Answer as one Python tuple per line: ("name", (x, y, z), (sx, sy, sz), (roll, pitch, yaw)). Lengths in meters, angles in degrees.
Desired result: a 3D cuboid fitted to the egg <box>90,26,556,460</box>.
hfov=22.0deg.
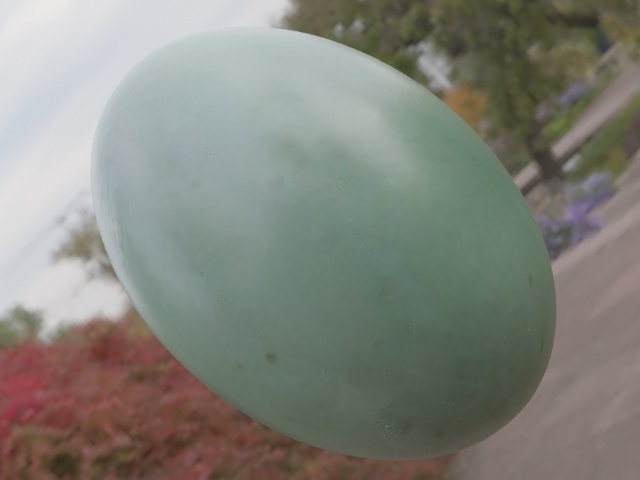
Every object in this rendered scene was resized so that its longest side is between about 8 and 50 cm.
("egg", (0.000, 0.000, 1.229), (0.276, 0.389, 0.276), (-52, -8, -11))
